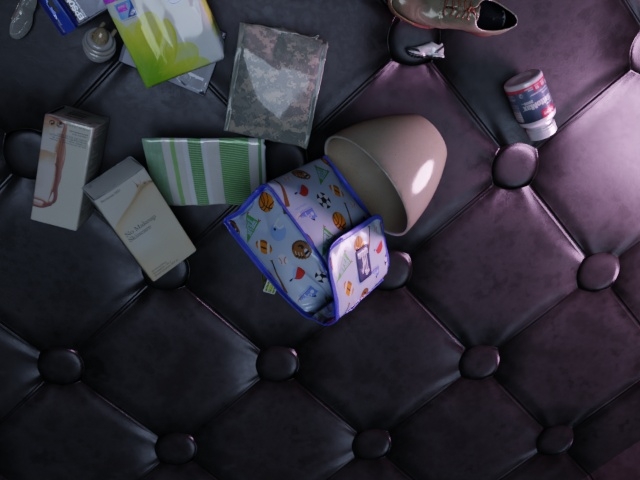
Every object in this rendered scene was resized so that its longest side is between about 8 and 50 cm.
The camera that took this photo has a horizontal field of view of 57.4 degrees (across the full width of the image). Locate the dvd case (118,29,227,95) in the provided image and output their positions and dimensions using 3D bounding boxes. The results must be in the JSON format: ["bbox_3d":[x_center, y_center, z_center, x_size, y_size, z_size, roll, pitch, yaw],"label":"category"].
[{"bbox_3d":[-0.391,-0.513,1.550,0.238,0.030,0.179,21,109,-13],"label":"dvd case"}]

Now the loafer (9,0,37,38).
[{"bbox_3d":[-0.758,-0.575,1.489,0.045,0.039,0.125,13,119,-46],"label":"loafer"}]

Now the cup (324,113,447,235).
[{"bbox_3d":[0.205,-0.213,1.607,0.237,0.331,0.331,-39,113,-16],"label":"cup"}]

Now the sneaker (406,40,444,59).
[{"bbox_3d":[0.288,-0.525,1.609,0.109,0.040,0.044,2,96,-10],"label":"sneaker"}]

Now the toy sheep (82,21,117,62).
[{"bbox_3d":[-0.566,-0.502,1.499,0.091,0.132,0.091,7,72,-22],"label":"toy sheep"}]

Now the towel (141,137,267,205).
[{"bbox_3d":[-0.313,-0.192,1.642,0.324,0.038,0.248,-1,138,-4],"label":"towel"}]

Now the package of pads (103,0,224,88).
[{"bbox_3d":[-0.387,-0.558,1.444,0.229,0.101,0.297,-20,123,2],"label":"package of pads"}]

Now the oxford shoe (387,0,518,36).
[{"bbox_3d":[0.346,-0.602,1.500,0.348,0.130,0.123,1,108,-18],"label":"oxford shoe"}]

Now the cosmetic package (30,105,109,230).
[{"bbox_3d":[-0.680,-0.198,1.590,0.129,0.153,0.296,14,109,-9],"label":"cosmetic package"}]

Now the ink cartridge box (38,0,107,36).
[{"bbox_3d":[-0.565,-0.659,1.455,0.332,0.065,0.165,-29,113,8],"label":"ink cartridge box"}]

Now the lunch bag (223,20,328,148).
[{"bbox_3d":[-0.119,-0.418,1.541,0.235,0.169,0.287,11,116,-9],"label":"lunch bag"}]

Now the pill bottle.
[{"bbox_3d":[0.602,-0.381,1.657,0.107,0.108,0.180,-29,113,7],"label":"pill bottle"}]

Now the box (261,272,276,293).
[{"bbox_3d":[-0.140,0.058,1.716,0.036,0.207,0.114,16,110,-15],"label":"box"}]

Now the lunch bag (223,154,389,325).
[{"bbox_3d":[0.000,0.000,1.557,0.239,0.328,0.386,-37,87,38],"label":"lunch bag"}]

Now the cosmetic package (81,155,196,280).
[{"bbox_3d":[-0.494,-0.055,1.618,0.160,0.113,0.310,-39,133,-16],"label":"cosmetic package"}]
